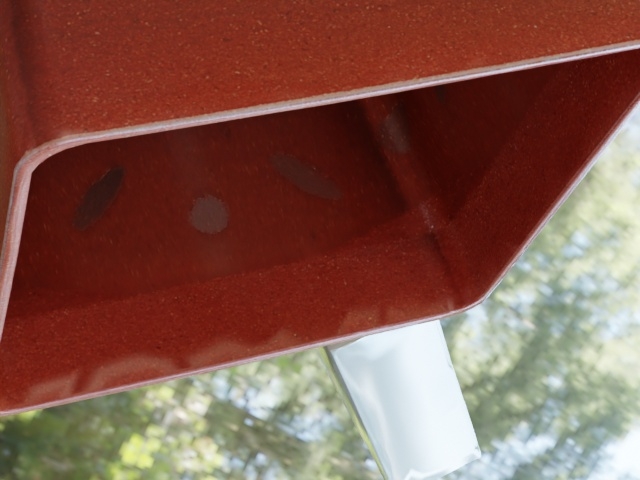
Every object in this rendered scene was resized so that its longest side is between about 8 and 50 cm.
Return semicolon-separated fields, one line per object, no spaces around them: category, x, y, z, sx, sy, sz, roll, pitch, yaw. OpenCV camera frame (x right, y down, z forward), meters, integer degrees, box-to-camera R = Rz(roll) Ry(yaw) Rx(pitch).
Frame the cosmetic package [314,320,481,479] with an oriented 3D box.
cosmetic package;0.000;0.000;1.475;0.097;0.284;0.377;-28;-124;-1

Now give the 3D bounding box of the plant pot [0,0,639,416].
plant pot;-0.044;-0.098;0.766;0.267;0.267;0.236;118;-43;-60
